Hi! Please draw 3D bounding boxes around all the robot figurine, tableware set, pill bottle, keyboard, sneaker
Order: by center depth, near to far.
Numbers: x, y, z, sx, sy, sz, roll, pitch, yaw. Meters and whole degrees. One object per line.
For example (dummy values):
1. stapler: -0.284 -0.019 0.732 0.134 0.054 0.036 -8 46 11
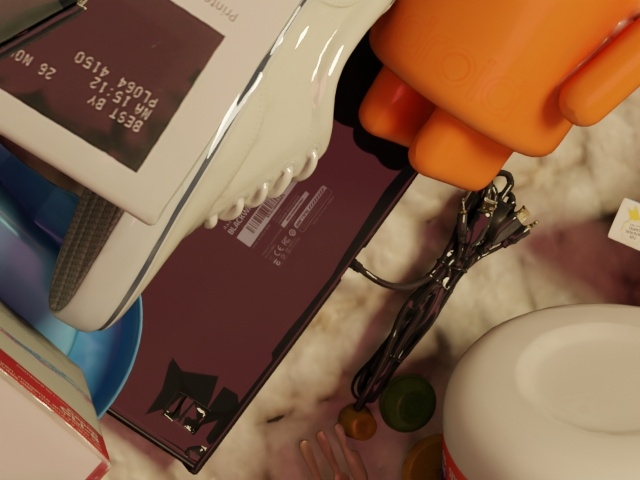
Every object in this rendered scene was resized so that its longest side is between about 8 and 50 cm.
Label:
1. sneaker: -0.044 -0.054 0.916 0.091 0.094 0.258 34 87 -22
2. robot figurine: 0.114 -0.133 0.965 0.128 0.158 0.219 29 103 -18
3. pill bottle: 0.159 0.209 1.030 0.181 0.181 0.323 -9 123 -12
4. keyboard: 0.000 0.000 1.054 0.201 0.033 0.317 36 91 -11
5. tableware set: 0.051 0.165 1.105 0.104 0.024 0.154 -25 105 -11

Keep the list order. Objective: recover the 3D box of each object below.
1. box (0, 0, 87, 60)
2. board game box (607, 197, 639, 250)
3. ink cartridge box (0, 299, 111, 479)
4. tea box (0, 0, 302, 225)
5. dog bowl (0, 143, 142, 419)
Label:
1. box: -0.211 -0.139 0.626 0.175 0.051 0.220 -29 108 -4
2. board game box: 0.252 0.018 1.048 0.154 0.103 0.026 25 96 15
3. ink cartridge box: -0.194 0.092 0.855 0.127 0.176 0.128 41 90 -15
4. tea box: -0.173 -0.206 0.817 0.329 0.323 0.220 33 93 -19
5. dog bowl: -0.232 -0.007 0.962 0.297 0.074 0.166 43 89 -13
